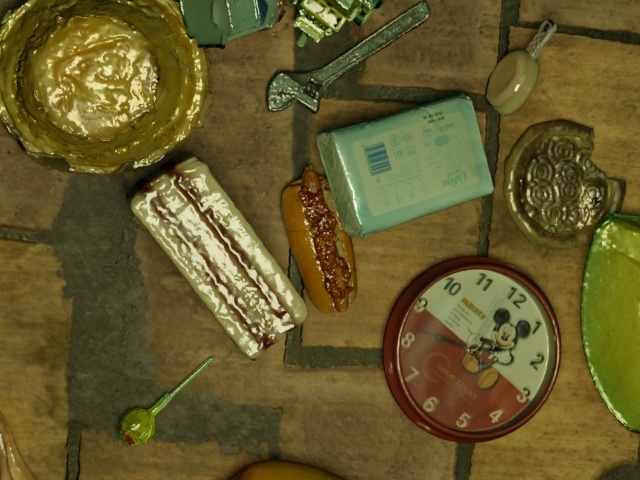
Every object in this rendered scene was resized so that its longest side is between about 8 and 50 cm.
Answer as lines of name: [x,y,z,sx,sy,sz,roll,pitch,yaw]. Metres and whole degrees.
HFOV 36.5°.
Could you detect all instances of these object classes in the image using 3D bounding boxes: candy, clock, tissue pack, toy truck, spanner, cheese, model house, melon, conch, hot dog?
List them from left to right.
conch: [-0.460,0.424,1.540,0.109,0.093,0.330,-26,77,10]
candy: [-0.248,0.258,1.583,0.194,0.062,0.058,-42,55,-14]
candy: [-0.161,0.017,1.511,0.135,0.179,0.320,-38,99,-5]
model house: [-0.116,-0.358,1.447,0.149,0.148,0.119,-21,110,-33]
hot dog: [0.000,0.000,1.591,0.102,0.076,0.249,-14,97,-6]
toy truck: [0.017,-0.360,1.478,0.128,0.259,0.135,35,87,-11]
spanner: [0.048,-0.302,1.608,0.325,0.026,0.093,-35,98,-8]
tissue pack: [0.139,-0.123,1.581,0.263,0.089,0.177,-19,97,-24]
clock: [0.258,0.186,1.648,0.319,0.080,0.318,0,89,-11]
cheese: [0.335,-0.292,1.627,0.048,0.092,0.171,21,97,-25]
melon: [0.588,0.156,1.643,0.331,0.226,0.343,12,105,-22]

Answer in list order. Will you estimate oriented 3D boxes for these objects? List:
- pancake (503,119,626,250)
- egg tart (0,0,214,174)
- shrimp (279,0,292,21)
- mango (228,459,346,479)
pancake: [0.420,-0.093,1.684,0.212,0.029,0.235,-40,97,-4]
egg tart: [-0.335,-0.247,1.473,0.342,0.132,0.341,-2,103,-8]
shrimp: [-0.248,-0.464,1.510,0.446,0.110,0.221,25,95,-7]
mango: [-0.031,0.471,1.571,0.317,0.173,0.211,22,90,-17]
